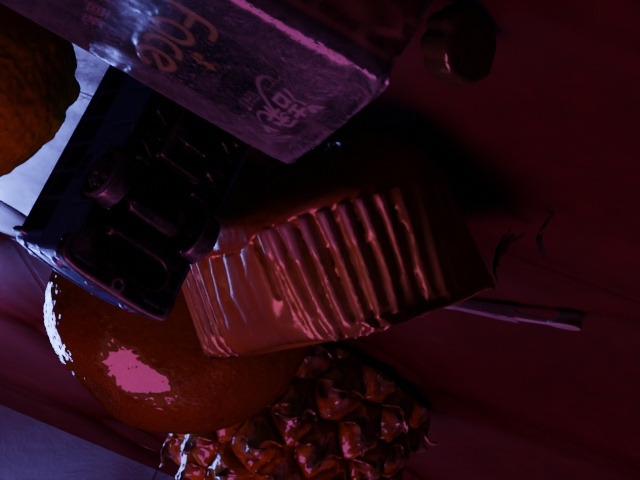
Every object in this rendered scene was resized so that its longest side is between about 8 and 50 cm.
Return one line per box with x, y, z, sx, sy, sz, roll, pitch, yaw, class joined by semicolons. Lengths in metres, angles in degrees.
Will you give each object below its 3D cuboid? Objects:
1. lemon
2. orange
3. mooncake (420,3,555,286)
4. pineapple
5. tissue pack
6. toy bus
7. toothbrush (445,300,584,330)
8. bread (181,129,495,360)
-0.305;-0.142;1.432;0.231;0.192;0.192;6;170;-24;lemon
-0.128;0.059;1.688;0.264;0.264;0.264;22;161;8;orange
0.135;-0.063;1.313;0.057;0.150;0.347;30;147;27;mooncake
-0.059;0.248;2.050;0.344;0.286;0.209;21;161;9;pineapple
-0.104;-0.186;1.211;0.315;0.103;0.228;29;163;-9;tissue pack
-0.136;-0.061;1.390;0.116;0.234;0.133;36;161;-31;toy bus
0.174;0.068;1.685;0.194;0.017;0.014;6;155;45;toothbrush
0.000;0.000;1.468;0.288;0.204;0.156;-9;100;59;bread
